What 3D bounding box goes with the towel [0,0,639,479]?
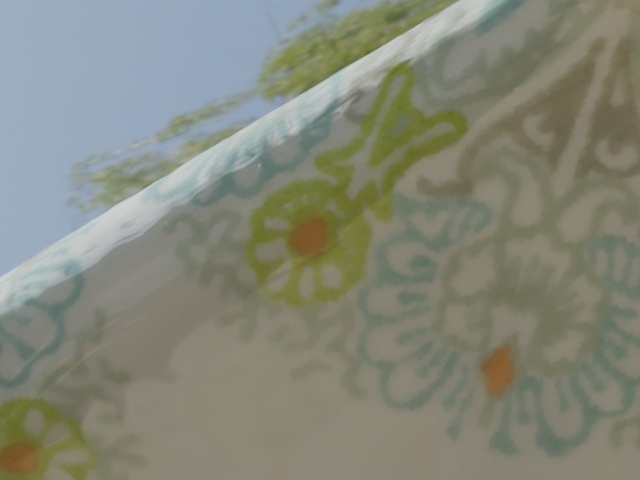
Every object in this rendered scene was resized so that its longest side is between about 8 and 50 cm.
[{"bbox_3d":[0.058,0.120,0.722,0.320,0.090,0.374,-31,-74,11],"label":"towel"}]
